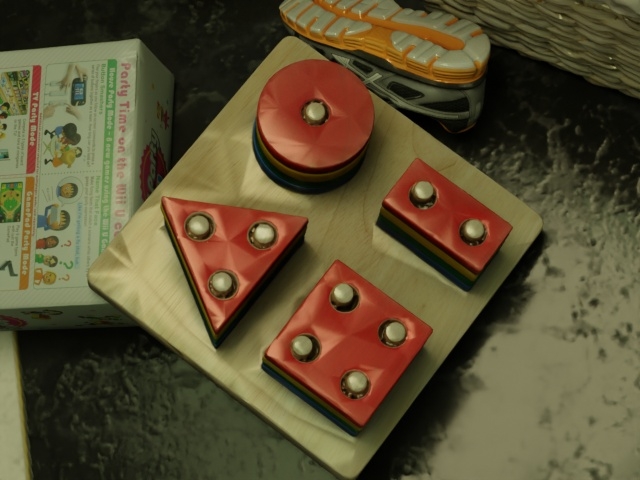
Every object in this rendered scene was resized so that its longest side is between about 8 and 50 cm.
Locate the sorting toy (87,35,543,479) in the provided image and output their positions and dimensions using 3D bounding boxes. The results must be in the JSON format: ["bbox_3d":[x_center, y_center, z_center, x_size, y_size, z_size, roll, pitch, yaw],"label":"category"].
[{"bbox_3d":[0.000,0.000,1.255,0.255,0.089,0.257,37,75,7],"label":"sorting toy"}]

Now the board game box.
[{"bbox_3d":[-0.281,-0.038,1.383,0.303,0.097,0.224,-3,74,14],"label":"board game box"}]

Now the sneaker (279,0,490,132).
[{"bbox_3d":[0.047,-0.150,1.349,0.084,0.083,0.215,-37,47,-25],"label":"sneaker"}]

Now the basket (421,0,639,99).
[{"bbox_3d":[0.254,-0.286,1.241,0.328,0.266,0.331,25,80,19],"label":"basket"}]
